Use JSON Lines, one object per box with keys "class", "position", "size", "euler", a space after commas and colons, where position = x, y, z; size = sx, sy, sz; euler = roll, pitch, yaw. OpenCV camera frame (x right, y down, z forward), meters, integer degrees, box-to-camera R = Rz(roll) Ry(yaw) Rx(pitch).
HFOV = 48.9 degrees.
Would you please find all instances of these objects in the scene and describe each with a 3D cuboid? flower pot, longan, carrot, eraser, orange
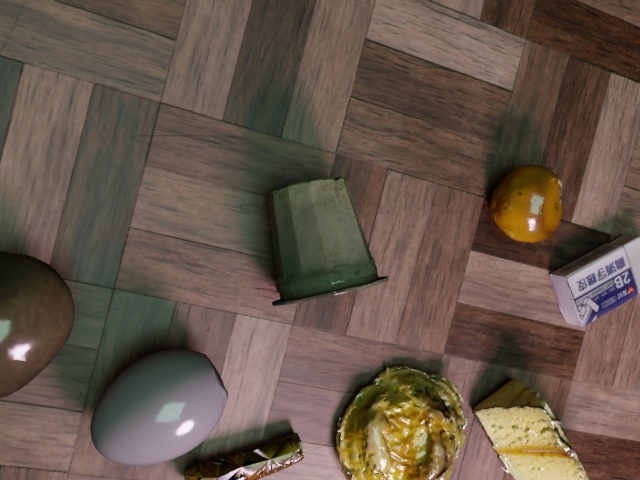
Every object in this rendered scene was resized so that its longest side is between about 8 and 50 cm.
{"class": "flower pot", "position": [0.000, 0.000, 1.248], "size": [0.213, 0.212, 0.202], "euler": [-10, 85, -18]}
{"class": "longan", "position": [-0.510, 0.117, 1.063], "size": [0.246, 0.215, 0.245], "euler": [-5, 99, -36]}
{"class": "carrot", "position": [-0.136, 0.414, 1.304], "size": [0.229, 0.069, 0.068], "euler": [-13, 100, -18]}
{"class": "eraser", "position": [0.609, 0.085, 1.515], "size": [0.210, 0.068, 0.124], "euler": [-26, 101, -15]}
{"class": "orange", "position": [0.412, -0.074, 1.405], "size": [0.157, 0.134, 0.156], "euler": [-30, 125, -54]}

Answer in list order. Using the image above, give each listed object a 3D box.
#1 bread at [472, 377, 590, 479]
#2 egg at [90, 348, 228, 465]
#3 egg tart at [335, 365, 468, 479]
{"class": "bread", "position": [0.449, 0.417, 1.476], "size": [0.178, 0.141, 0.266], "euler": [-22, 109, 27]}
{"class": "egg", "position": [-0.272, 0.283, 1.182], "size": [0.232, 0.176, 0.176], "euler": [-35, 106, -8]}
{"class": "egg tart", "position": [0.174, 0.395, 1.379], "size": [0.297, 0.132, 0.296], "euler": [0, 91, -16]}
